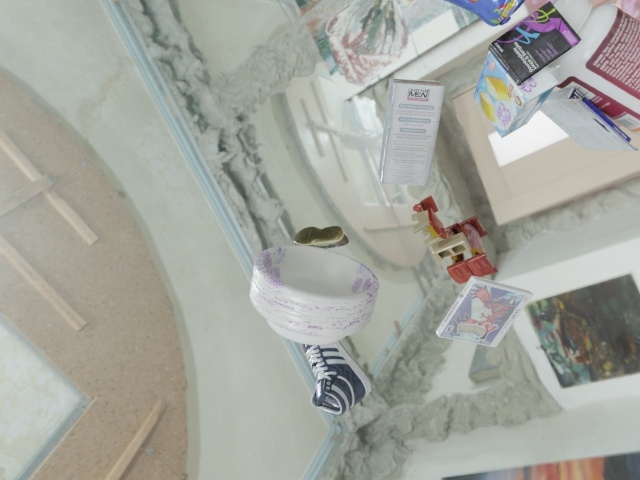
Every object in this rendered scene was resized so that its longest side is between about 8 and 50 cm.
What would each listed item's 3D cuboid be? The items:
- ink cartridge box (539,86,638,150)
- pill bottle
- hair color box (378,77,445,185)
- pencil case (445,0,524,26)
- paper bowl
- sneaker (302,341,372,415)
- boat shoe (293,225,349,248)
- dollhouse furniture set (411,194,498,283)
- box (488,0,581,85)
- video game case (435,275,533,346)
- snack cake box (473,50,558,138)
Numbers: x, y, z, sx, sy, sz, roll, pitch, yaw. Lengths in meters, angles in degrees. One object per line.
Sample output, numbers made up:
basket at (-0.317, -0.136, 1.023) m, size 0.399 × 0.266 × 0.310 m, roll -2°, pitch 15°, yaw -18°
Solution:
ink cartridge box at (0.719, -0.325, 1.307) m, size 0.223 × 0.045 × 0.224 m, roll 35°, pitch -172°, yaw -12°
pill bottle at (0.757, -0.467, 1.272) m, size 0.392 × 0.224 × 0.224 m, roll 31°, pitch -145°, yaw -1°
hair color box at (0.333, -0.402, 1.812) m, size 0.114 × 0.185 × 0.375 m, roll -89°, pitch 3°, yaw -62°
pencil case at (0.286, -0.559, 1.018) m, size 0.306 × 0.133 × 0.119 m, roll 27°, pitch -163°, yaw 4°
paper bowl at (-0.018, 0.128, 1.099) m, size 0.284 × 0.284 × 0.148 m, roll -28°, pitch -48°, yaw -61°
sneaker at (0.000, 0.344, 1.319) m, size 0.282 × 0.099 × 0.153 m, roll 45°, pitch -137°, yaw 14°
boat shoe at (0.001, -0.001, 1.662) m, size 0.073 × 0.223 × 0.080 m, roll 47°, pitch -125°, yaw -33°
dollhouse furniture set at (0.466, -0.031, 1.698) m, size 0.374 × 0.152 × 0.201 m, roll 43°, pitch -145°, yaw -37°
box at (0.480, -0.442, 1.089) m, size 0.116 × 0.162 × 0.029 m, roll 55°, pitch -175°, yaw 7°
video game case at (0.419, 0.187, 1.236) m, size 0.201 × 0.183 × 0.023 m, roll 15°, pitch -155°, yaw -24°
snack cake box at (0.486, -0.383, 1.237) m, size 0.152 × 0.089 × 0.264 m, roll 61°, pitch -175°, yaw 11°
